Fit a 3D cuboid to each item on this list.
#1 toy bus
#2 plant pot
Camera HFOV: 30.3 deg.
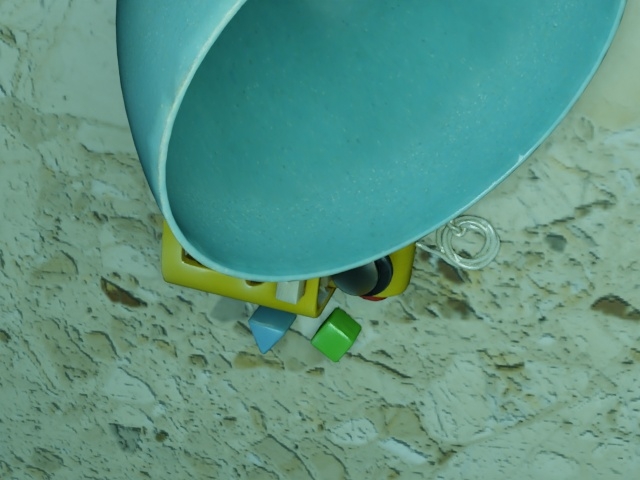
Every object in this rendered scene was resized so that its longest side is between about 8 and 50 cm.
[{"bbox_3d":[-0.012,0.002,0.821,0.202,0.104,0.191,-33,101,28],"label":"toy bus"},{"bbox_3d":[0.001,-0.146,0.677,0.290,0.290,0.195,-53,54,30],"label":"plant pot"}]
